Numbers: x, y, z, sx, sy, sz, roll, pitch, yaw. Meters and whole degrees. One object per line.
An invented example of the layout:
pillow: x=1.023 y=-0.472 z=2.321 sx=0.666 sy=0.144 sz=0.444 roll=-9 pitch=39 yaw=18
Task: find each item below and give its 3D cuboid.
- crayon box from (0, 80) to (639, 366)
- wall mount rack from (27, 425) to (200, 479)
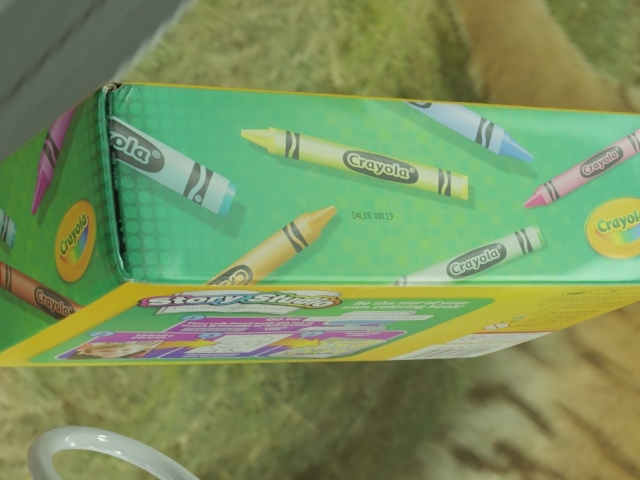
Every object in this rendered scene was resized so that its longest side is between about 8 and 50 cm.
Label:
crayon box: x=0.000 y=0.000 z=0.834 sx=0.278 sy=0.165 sz=0.081 roll=1 pitch=75 yaw=-31
wall mount rack: x=-0.086 y=0.225 z=0.863 sx=0.304 sy=0.350 sz=0.130 roll=10 pitch=113 yaw=-43
